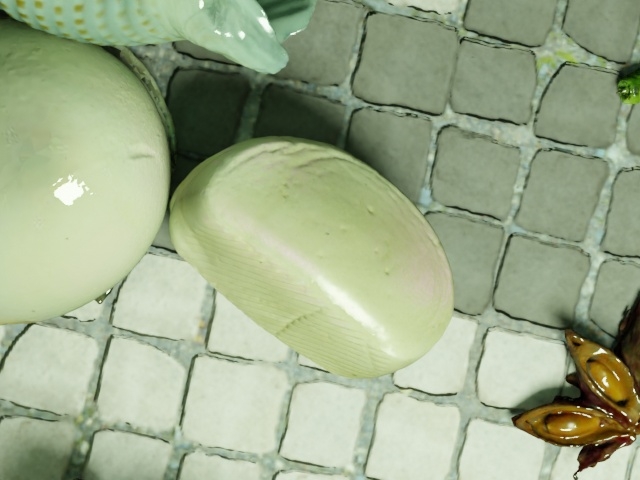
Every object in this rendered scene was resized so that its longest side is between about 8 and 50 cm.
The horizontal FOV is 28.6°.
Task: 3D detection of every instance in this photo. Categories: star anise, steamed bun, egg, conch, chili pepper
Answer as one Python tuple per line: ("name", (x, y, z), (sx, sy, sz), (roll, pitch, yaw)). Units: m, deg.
("star anise", (0.276, 0.131, 1.131), (0.213, 0.053, 0.157), (-7, 93, -4))
("steamed bun", (0.000, 0.000, 1.048), (0.239, 0.170, 0.152), (41, 65, -8))
("egg", (-0.263, -0.061, 1.009), (0.286, 0.174, 0.264), (-6, 89, -2))
("conch", (-0.153, -0.277, 0.989), (0.303, 0.215, 0.319), (-53, 126, -24))
("chili pepper", (0.311, -0.142, 1.139), (0.091, 0.034, 0.030), (-6, 126, -6))

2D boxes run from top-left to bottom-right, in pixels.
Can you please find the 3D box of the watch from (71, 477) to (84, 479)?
("watch", (-0.154, 0.376, 1.024), (0.275, 0.241, 0.305), (30, 89, -20))
